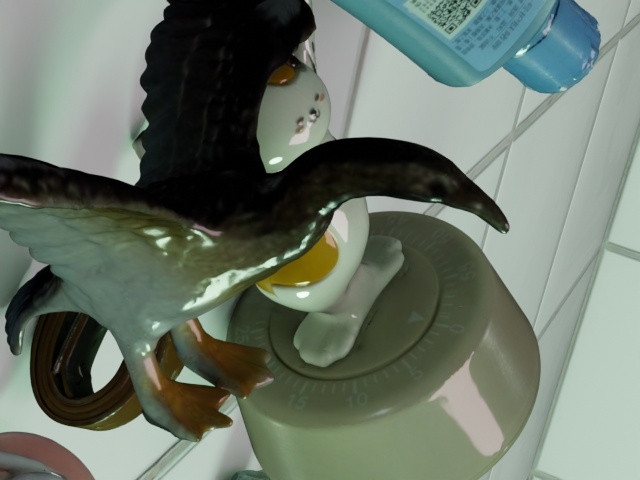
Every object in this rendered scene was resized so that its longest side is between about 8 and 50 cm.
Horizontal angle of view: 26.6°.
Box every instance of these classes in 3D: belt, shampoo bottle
[{"bbox_3d":[-0.086,0.039,0.562,0.083,0.059,0.036,-67,163,-5],"label":"belt"},{"bbox_3d":[0.057,-0.136,0.635,0.104,0.061,0.258,-54,141,9],"label":"shampoo bottle"}]

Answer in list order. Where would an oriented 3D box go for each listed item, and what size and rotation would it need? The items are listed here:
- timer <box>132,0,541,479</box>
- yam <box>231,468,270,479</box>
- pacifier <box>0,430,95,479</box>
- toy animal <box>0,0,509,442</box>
[{"bbox_3d":[0.000,0.000,0.694,0.175,0.175,0.266,-59,141,-31],"label":"timer"},{"bbox_3d":[-0.054,0.227,0.865,0.169,0.068,0.068,-65,163,-1],"label":"yam"},{"bbox_3d":[-0.131,0.126,0.540,0.078,0.081,0.099,-41,-147,45],"label":"pacifier"},{"bbox_3d":[-0.034,-0.009,0.476,0.272,0.197,0.160,-54,161,-52],"label":"toy animal"}]
